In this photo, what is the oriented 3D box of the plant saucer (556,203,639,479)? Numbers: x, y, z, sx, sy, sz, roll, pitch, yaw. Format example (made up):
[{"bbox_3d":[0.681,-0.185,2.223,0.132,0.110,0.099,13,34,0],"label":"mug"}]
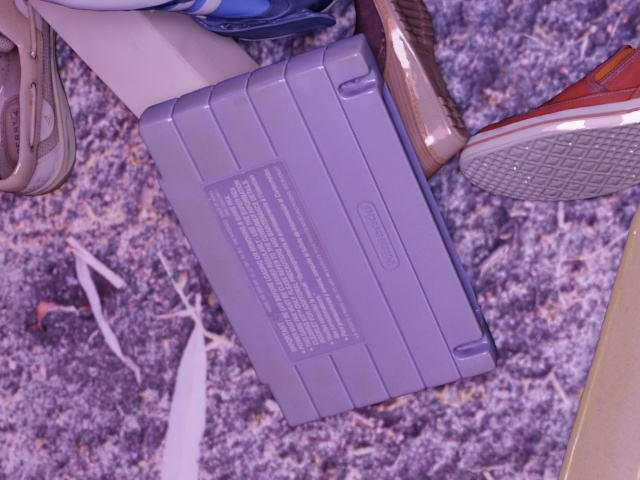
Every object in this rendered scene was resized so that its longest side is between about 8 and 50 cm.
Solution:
[{"bbox_3d":[0.386,0.123,1.388,0.333,0.081,0.333,3,69,48],"label":"plant saucer"}]

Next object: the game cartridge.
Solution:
[{"bbox_3d":[0.000,0.000,1.512,0.230,0.068,0.355,-15,117,19],"label":"game cartridge"}]

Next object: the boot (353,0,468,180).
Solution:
[{"bbox_3d":[0.018,-0.143,1.573,0.207,0.090,0.248,-29,67,27],"label":"boot"}]

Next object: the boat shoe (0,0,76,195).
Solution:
[{"bbox_3d":[-0.335,-0.214,1.652,0.121,0.110,0.341,-18,86,14],"label":"boat shoe"}]

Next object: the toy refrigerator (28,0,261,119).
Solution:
[{"bbox_3d":[-0.156,-0.179,1.588,0.269,0.102,0.094,46,120,15],"label":"toy refrigerator"}]

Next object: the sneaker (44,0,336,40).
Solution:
[{"bbox_3d":[-0.135,-0.242,1.506,0.323,0.236,0.130,-6,75,0],"label":"sneaker"}]

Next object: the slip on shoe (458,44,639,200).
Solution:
[{"bbox_3d":[0.285,-0.124,1.500,0.331,0.123,0.101,-21,51,20],"label":"slip on shoe"}]
